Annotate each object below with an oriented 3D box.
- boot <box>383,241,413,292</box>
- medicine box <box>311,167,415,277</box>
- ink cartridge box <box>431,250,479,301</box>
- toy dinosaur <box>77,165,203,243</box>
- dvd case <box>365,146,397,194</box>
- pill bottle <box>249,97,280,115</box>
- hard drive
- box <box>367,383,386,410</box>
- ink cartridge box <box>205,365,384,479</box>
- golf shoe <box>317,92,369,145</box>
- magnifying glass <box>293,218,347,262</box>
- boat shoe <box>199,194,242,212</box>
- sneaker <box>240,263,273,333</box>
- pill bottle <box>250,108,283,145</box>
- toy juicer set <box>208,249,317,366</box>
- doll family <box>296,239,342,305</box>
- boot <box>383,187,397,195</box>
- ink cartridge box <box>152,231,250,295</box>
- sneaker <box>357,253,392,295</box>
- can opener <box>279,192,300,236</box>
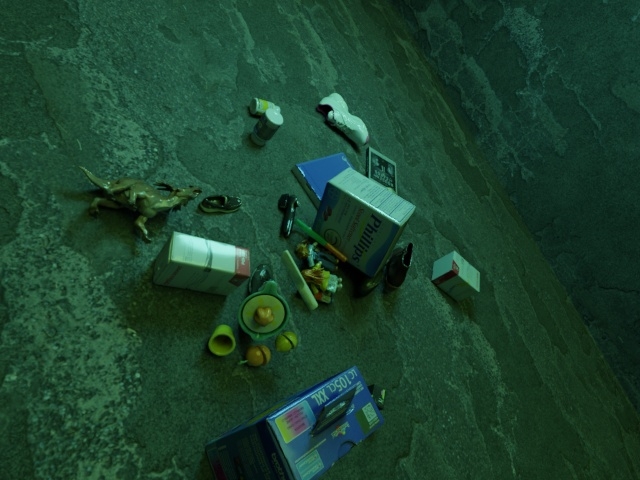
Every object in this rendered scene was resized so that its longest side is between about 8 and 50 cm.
[{"bbox_3d":[0.326,0.074,1.599,0.090,0.207,0.249,24,48,2],"label":"boot"},{"bbox_3d":[0.142,-0.064,1.448,0.289,0.264,0.149,34,42,15],"label":"medicine box"},{"bbox_3d":[0.613,0.165,1.838,0.176,0.127,0.128,38,44,-12],"label":"ink cartridge box"},{"bbox_3d":[-0.503,-0.128,1.131,0.295,0.127,0.200,26,40,-8],"label":"toy dinosaur"},{"bbox_3d":[0.299,-0.336,1.995,0.179,0.029,0.239,26,48,-23],"label":"dvd case"},{"bbox_3d":[-0.227,-0.542,1.675,0.116,0.065,0.065,3,60,-39],"label":"pill bottle"},{"bbox_3d":[0.048,-0.258,1.725,0.318,0.040,0.210,-27,80,-46],"label":"hard drive"},{"bbox_3d":[0.156,0.495,1.266,0.052,0.083,0.062,34,45,-16],"label":"box"},{"bbox_3d":[-0.049,0.431,0.911,0.269,0.395,0.151,-14,71,-44],"label":"ink cartridge box"},{"bbox_3d":[0.104,-0.564,1.948,0.140,0.115,0.306,-32,78,-36],"label":"golf shoe"},{"bbox_3d":[0.000,0.000,1.445,0.231,0.026,0.092,37,3,1],"label":"magnifying glass"},{"bbox_3d":[-0.316,-0.123,1.325,0.152,0.049,0.056,-14,71,-44],"label":"boat shoe"},{"bbox_3d":[-0.169,0.159,1.211,0.078,0.106,0.235,29,47,-23],"label":"sneaker"},{"bbox_3d":[-0.209,-0.433,1.562,0.078,0.137,0.078,22,49,-28],"label":"pill bottle"},{"bbox_3d":[-0.122,0.214,1.083,0.209,0.329,0.089,41,6,-19],"label":"toy juicer set"},{"bbox_3d":[-0.011,0.088,1.381,0.163,0.118,0.263,20,49,-32],"label":"doll family"},{"bbox_3d":[0.289,-0.170,1.839,0.213,0.077,0.165,18,52,-36],"label":"boot"},{"bbox_3d":[-0.323,0.070,1.107,0.217,0.158,0.092,14,55,-33],"label":"ink cartridge box"},{"bbox_3d":[0.180,0.102,1.558,0.130,0.109,0.286,36,36,-3],"label":"sneaker"},{"bbox_3d":[-0.113,-0.093,1.480,0.059,0.073,0.186,60,26,-54],"label":"can opener"}]
